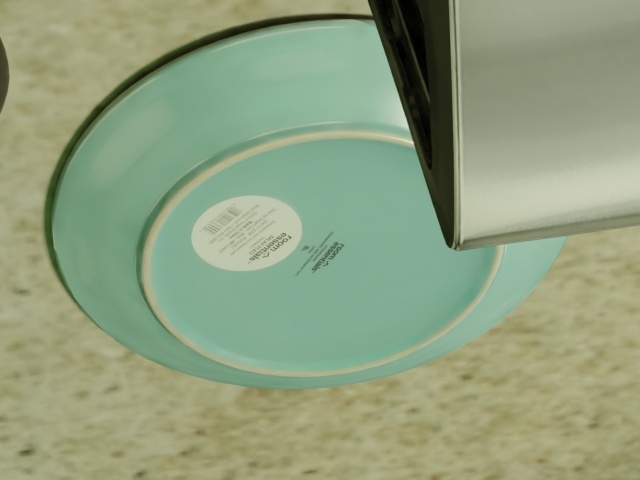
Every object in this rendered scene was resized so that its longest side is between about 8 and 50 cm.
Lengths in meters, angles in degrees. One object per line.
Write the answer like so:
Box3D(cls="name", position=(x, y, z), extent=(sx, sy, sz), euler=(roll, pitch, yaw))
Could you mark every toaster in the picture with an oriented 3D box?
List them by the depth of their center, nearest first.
Box3D(cls="toaster", position=(0.068, -0.100, 0.477), extent=(0.110, 0.185, 0.168), euler=(-11, 138, -3))

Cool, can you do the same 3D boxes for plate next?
Box3D(cls="plate", position=(0.000, 0.000, 0.691), extent=(0.188, 0.024, 0.188), euler=(-5, 138, -4))

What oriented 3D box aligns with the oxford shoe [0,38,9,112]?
Box3D(cls="oxford shoe", position=(-0.196, -0.077, 0.550), extent=(0.212, 0.076, 0.076), euler=(31, 165, -22))
